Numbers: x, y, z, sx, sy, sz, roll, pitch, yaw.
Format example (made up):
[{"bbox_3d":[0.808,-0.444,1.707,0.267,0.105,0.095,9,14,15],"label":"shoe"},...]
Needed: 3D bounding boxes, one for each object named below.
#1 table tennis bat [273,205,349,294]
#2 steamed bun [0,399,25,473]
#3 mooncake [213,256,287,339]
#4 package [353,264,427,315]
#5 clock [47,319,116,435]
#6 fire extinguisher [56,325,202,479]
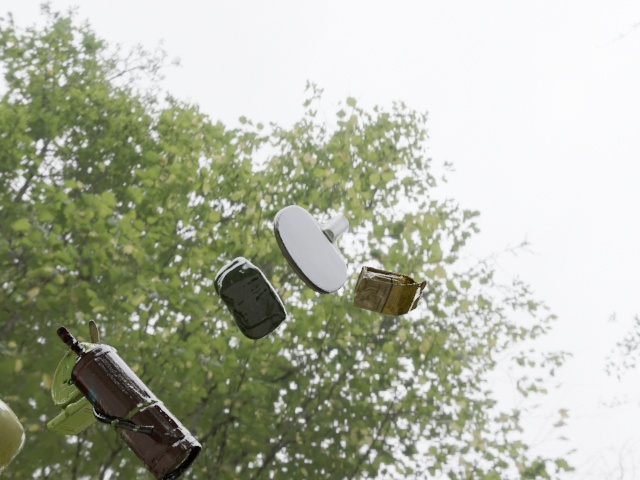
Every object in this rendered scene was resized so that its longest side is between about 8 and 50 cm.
[{"bbox_3d":[0.000,0.000,0.953,0.022,0.246,0.138,-34,-86,22],"label":"table tennis bat"},{"bbox_3d":[-0.735,0.392,1.277,0.273,0.232,0.166,16,-48,28],"label":"steamed bun"},{"bbox_3d":[-0.153,0.122,1.378,0.104,0.168,0.175,-35,-108,-10],"label":"mooncake"},{"bbox_3d":[0.127,0.095,1.176,0.131,0.047,0.071,14,-64,-11],"label":"package"},{"bbox_3d":[-0.518,0.292,1.423,0.170,0.232,0.069,-37,-46,21],"label":"clock"},{"bbox_3d":[-0.368,0.290,1.197,0.341,0.105,0.141,39,-30,20],"label":"fire extinguisher"}]
